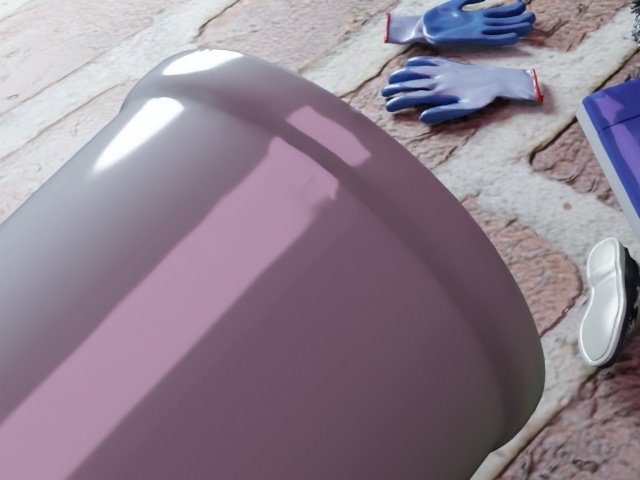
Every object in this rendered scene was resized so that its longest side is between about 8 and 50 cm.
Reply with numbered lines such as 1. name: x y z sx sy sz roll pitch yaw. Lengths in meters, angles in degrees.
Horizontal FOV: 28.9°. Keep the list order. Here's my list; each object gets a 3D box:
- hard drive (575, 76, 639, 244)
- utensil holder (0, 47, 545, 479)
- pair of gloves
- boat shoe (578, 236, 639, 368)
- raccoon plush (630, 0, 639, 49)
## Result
1. hard drive: 0.350 0.004 0.910 0.210 0.040 0.318 -19 71 -10
2. utensil holder: -0.107 0.135 0.723 0.328 0.327 0.385 27 62 31
3. pair of gloves: 0.140 -0.186 1.246 0.159 0.023 0.198 -2 45 4
4. boat shoe: 0.231 0.053 0.976 0.046 0.038 0.125 -36 28 37
5. raccoon plush: 0.340 -0.184 1.156 0.216 0.299 0.446 19 81 6
